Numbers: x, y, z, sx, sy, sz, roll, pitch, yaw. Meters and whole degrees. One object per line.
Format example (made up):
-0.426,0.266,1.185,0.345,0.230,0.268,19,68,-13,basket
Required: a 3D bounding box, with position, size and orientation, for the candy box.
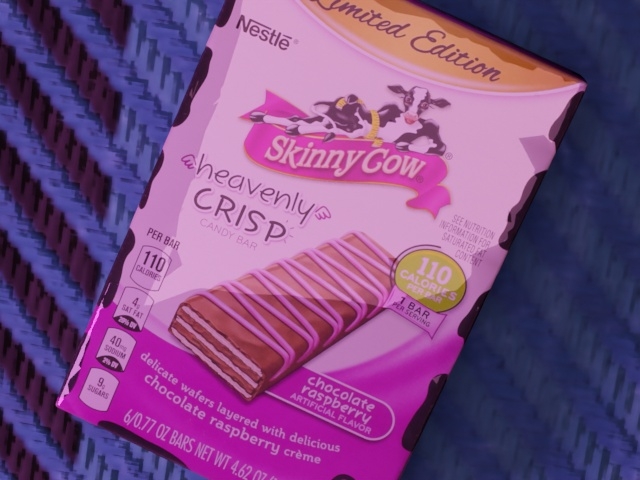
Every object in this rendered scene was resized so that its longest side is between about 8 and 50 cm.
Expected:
0.000,0.000,0.661,0.159,0.071,0.233,24,101,4,candy box
